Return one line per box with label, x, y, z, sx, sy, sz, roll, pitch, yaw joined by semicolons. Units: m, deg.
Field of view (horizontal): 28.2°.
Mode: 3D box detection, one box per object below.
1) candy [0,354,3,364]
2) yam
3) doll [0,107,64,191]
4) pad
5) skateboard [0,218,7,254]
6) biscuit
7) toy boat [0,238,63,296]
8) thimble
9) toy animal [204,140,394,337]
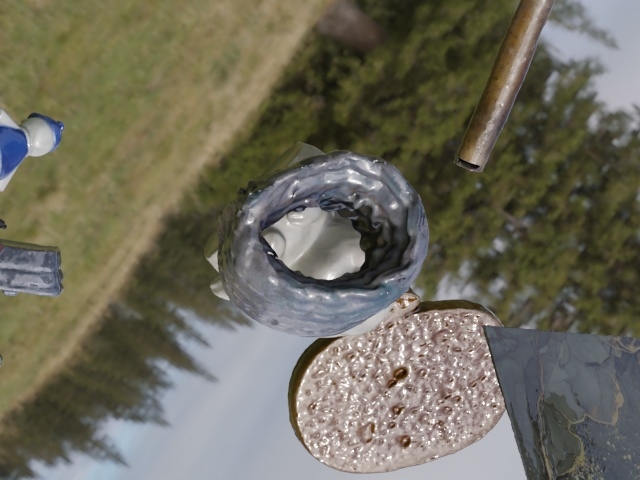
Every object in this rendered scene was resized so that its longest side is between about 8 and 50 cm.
candy;-0.568;0.160;1.736;0.124;0.124;0.365;-55;157;6
yam;0.237;-0.211;1.623;0.046;0.046;0.264;-66;178;-73
doll;-0.327;-0.102;1.353;0.143;0.058;0.098;-30;138;-44
pad;0.321;0.209;1.311;0.007;0.367;0.247;-34;-121;41
skateboard;-0.371;0.006;1.385;0.151;0.067;0.080;151;-39;-75
biscuit;0.137;0.229;2.163;0.070;0.394;0.350;-117;-159;-66
toy boat;-0.512;0.031;1.842;0.127;0.283;0.078;-146;-115;-80
thimble;0.000;0.000;1.480;0.172;0.236;0.205;132;-37;-72
toy animal;-0.004;0.019;1.810;0.271;0.265;0.206;-51;-165;-3
